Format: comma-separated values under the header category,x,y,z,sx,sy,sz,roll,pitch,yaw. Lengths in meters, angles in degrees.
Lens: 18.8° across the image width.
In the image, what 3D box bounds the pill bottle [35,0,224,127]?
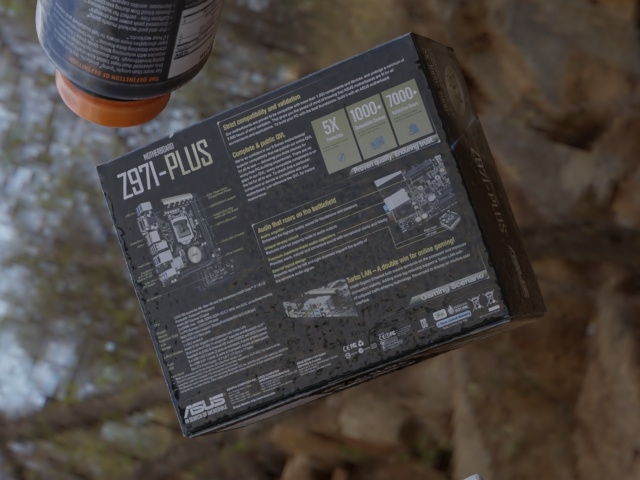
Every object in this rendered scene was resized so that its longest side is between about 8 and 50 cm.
category,x,y,z,sx,sy,sz,roll,pitch,yaw
pill bottle,-0.128,-0.186,1.334,0.245,0.130,0.130,110,-173,-51

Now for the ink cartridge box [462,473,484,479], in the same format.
category,x,y,z,sx,sy,sz,roll,pitch,yaw
ink cartridge box,0.010,0.289,1.149,0.066,0.261,0.296,57,-169,-19

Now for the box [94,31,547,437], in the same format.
category,x,y,z,sx,sy,sz,roll,pitch,yaw
box,0.000,0.000,0.961,0.147,0.180,0.077,70,-162,7
